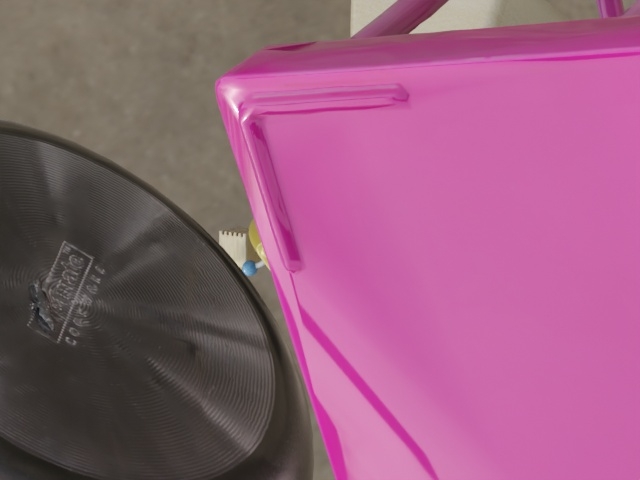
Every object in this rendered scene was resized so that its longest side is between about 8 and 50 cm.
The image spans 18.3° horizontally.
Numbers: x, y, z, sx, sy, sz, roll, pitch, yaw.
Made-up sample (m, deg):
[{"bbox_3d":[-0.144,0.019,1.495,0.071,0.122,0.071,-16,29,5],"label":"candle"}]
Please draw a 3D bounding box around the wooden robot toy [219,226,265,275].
[{"bbox_3d":[-0.008,-0.011,1.502,0.173,0.076,0.079,9,103,52],"label":"wooden robot toy"}]

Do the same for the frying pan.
[{"bbox_3d":[-0.126,-0.012,0.562,0.326,0.197,0.053,44,122,7],"label":"frying pan"}]

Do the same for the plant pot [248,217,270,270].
[{"bbox_3d":[0.000,0.000,1.303,0.081,0.083,0.081,-34,95,26],"label":"plant pot"}]

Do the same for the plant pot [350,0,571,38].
[{"bbox_3d":[0.080,-0.100,1.191,0.109,0.109,0.096,7,79,34],"label":"plant pot"}]

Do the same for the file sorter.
[{"bbox_3d":[0.167,0.012,0.444,0.290,0.182,0.202,-1,117,33],"label":"file sorter"}]
